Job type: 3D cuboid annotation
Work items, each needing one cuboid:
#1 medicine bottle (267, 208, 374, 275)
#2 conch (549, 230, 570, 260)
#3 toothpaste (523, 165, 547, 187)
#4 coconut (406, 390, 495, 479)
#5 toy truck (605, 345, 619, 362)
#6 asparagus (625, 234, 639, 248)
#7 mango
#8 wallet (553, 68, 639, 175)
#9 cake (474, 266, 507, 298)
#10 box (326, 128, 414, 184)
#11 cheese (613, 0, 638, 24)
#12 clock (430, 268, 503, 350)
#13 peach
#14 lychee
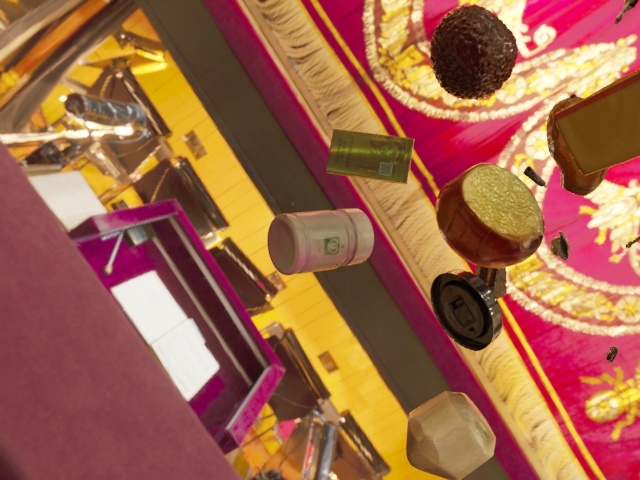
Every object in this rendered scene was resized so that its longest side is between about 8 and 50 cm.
[{"bbox_3d":[0.000,0.000,1.829,0.325,0.212,0.212,-7,60,-37],"label":"medicine bottle"},{"bbox_3d":[0.862,0.015,1.876,0.065,0.088,0.180,20,25,4],"label":"conch"},{"bbox_3d":[0.573,-0.166,1.400,0.083,0.027,0.019,34,26,-18],"label":"toothpaste"},{"bbox_3d":[0.379,0.599,1.593,0.238,0.265,0.237,56,8,-12],"label":"coconut"},{"bbox_3d":[0.937,0.365,1.690,0.083,0.024,0.032,78,18,-49],"label":"toy truck"},{"bbox_3d":[0.739,-0.004,1.221,0.166,0.013,0.016,-16,94,-41],"label":"asparagus"},{"bbox_3d":[0.849,-0.306,1.724,0.144,0.186,0.360,-51,121,-40],"label":"mango"},{"bbox_3d":[0.536,-0.217,0.902,0.141,0.067,0.241,55,-32,-7],"label":"wallet"},{"bbox_3d":[0.676,0.124,2.129,0.112,0.135,0.246,13,-57,44],"label":"cake"},{"bbox_3d":[0.188,-0.318,1.996,0.043,0.310,0.173,38,61,-80],"label":"box"},{"bbox_3d":[0.912,-0.703,1.542,0.036,0.163,0.086,34,-1,15],"label":"cheese"},{"bbox_3d":[0.531,0.251,1.935,0.312,0.061,0.313,42,-35,40],"label":"clock"},{"bbox_3d":[0.437,-0.043,1.347,0.275,0.248,0.245,62,-2,37],"label":"peach"},{"bbox_3d":[0.438,-0.545,1.536,0.261,0.260,0.261,54,13,-18],"label":"lychee"}]
